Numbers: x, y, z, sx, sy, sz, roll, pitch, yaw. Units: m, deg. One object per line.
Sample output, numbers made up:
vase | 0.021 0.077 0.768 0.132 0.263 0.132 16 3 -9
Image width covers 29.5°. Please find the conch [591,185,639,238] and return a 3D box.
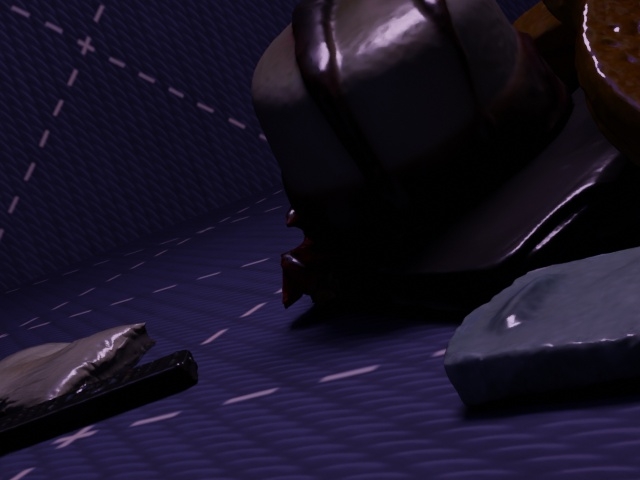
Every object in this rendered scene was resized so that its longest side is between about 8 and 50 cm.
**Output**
conch | 0.295 -0.065 1.008 0.180 0.088 0.065 -31 -26 8

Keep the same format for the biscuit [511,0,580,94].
biscuit | 0.324 -0.166 1.273 0.314 0.063 0.367 -9 -23 -2

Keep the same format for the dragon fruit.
dragon fruit | 0.019 0.000 1.190 0.092 0.123 0.192 -6 10 23

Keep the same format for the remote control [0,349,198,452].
remote control | -0.226 0.149 1.068 0.245 0.025 0.063 -20 11 1

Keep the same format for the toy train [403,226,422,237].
toy train | 0.051 -0.090 1.475 0.132 0.188 0.243 -18 7 -17

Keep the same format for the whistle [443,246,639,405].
whistle | 0.242 -0.017 0.630 0.168 0.188 0.405 -37 -15 -52

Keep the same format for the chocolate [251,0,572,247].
chocolate | 0.061 -0.143 1.074 0.283 0.186 0.283 -27 18 9

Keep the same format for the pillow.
pillow | -0.282 0.139 1.222 0.229 0.050 0.148 -13 12 46

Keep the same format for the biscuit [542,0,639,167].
biscuit | 0.335 -0.176 0.933 0.350 0.070 0.394 17 53 20

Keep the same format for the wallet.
wallet | 0.219 -0.073 1.003 0.377 0.051 0.197 -42 17 -23
